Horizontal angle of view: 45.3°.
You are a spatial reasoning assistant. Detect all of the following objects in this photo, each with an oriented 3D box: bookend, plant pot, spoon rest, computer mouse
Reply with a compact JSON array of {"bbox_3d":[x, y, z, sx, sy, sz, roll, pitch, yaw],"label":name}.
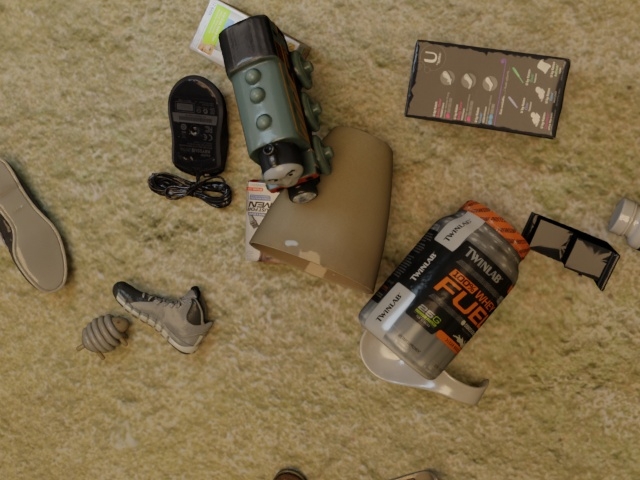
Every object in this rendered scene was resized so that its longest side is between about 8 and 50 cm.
[{"bbox_3d":[0.459,0.017,1.432,0.156,0.157,0.072,23,103,7],"label":"bookend"},{"bbox_3d":[0.032,-0.070,1.482,0.256,0.256,0.274,21,82,8],"label":"plant pot"},{"bbox_3d":[0.209,0.254,1.564,0.276,0.084,0.137,26,103,6],"label":"spoon rest"},{"bbox_3d":[-0.259,-0.214,1.599,0.188,0.072,0.272,12,114,8],"label":"computer mouse"}]

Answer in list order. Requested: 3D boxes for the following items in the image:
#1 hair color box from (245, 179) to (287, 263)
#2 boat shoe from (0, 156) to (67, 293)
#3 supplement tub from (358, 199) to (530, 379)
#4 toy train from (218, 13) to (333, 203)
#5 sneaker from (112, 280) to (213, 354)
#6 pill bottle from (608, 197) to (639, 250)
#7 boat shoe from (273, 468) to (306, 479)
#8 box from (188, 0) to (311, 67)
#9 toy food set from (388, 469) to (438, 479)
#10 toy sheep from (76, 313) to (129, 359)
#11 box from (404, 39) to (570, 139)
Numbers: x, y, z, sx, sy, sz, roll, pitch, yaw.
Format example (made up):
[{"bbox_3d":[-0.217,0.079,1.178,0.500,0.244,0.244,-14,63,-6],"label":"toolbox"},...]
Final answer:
[{"bbox_3d":[-0.106,-0.040,1.598,0.093,0.053,0.167,4,101,11],"label":"hair color box"},{"bbox_3d":[-0.665,-0.037,1.711,0.112,0.095,0.335,-30,97,-21],"label":"boat shoe"},{"bbox_3d":[0.237,0.090,1.453,0.193,0.193,0.316,40,89,3],"label":"supplement tub"},{"bbox_3d":[-0.081,-0.231,1.351,0.142,0.190,0.334,-18,72,17],"label":"toy train"},{"bbox_3d":[-0.329,0.132,1.667,0.228,0.086,0.132,39,100,-7],"label":"sneaker"},{"bbox_3d":[0.629,-0.015,1.422,0.169,0.094,0.094,23,103,7],"label":"pill bottle"},{"bbox_3d":[-0.086,0.661,1.683,0.110,0.104,0.307,9,101,11],"label":"boat shoe"},{"bbox_3d":[-0.136,-0.382,1.521,0.203,0.103,0.114,30,104,6],"label":"box"},{"bbox_3d":[0.147,0.640,1.636,0.306,0.092,0.220,-21,94,14],"label":"toy food set"},{"bbox_3d":[-0.484,0.212,1.706,0.132,0.091,0.091,-32,91,-3],"label":"toy sheep"},{"bbox_3d":[0.304,-0.279,1.411,0.270,0.165,0.143,10,102,10],"label":"box"}]
